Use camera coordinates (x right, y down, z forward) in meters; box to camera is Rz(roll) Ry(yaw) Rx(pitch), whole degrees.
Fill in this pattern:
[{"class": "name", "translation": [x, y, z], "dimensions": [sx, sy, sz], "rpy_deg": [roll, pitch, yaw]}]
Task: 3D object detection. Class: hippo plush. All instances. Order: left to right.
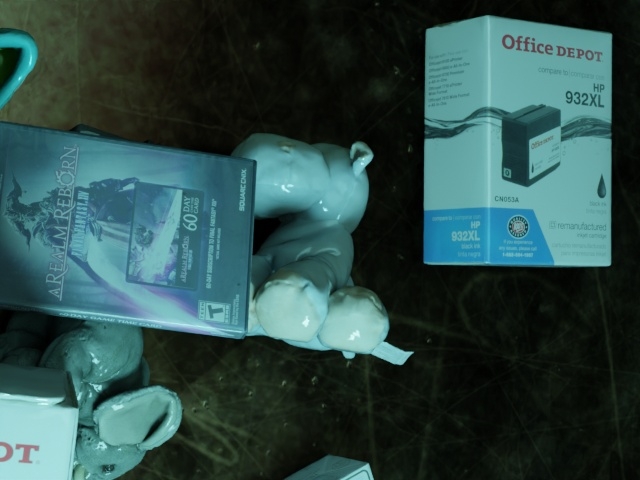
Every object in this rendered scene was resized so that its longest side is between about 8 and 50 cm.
[{"class": "hippo plush", "translation": [0.000, 0.000, 1.518], "dimensions": [0.294, 0.234, 0.236], "rpy_deg": [14, 82, -33]}]

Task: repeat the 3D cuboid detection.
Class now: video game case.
[{"class": "video game case", "translation": [-0.203, -0.011, 1.373], "dimensions": [0.274, 0.026, 0.196], "rpy_deg": [9, 64, -14]}]

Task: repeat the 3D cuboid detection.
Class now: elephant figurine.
[{"class": "elephant figurine", "translation": [-0.226, 0.171, 1.428], "dimensions": [0.239, 0.186, 0.169], "rpy_deg": [60, 26, -30]}]

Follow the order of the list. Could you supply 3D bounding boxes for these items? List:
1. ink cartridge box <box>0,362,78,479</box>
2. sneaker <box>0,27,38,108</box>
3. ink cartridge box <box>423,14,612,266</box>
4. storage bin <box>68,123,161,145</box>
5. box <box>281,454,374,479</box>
[{"class": "ink cartridge box", "translation": [-0.380, 0.301, 1.210], "dimensions": [0.286, 0.166, 0.394], "rpy_deg": [8, 95, -13]}, {"class": "sneaker", "translation": [-0.387, -0.122, 1.331], "dimensions": [0.275, 0.110, 0.107], "rpy_deg": [-48, 113, -24]}, {"class": "ink cartridge box", "translation": [0.255, -0.120, 1.758], "dimensions": [0.223, 0.129, 0.307], "rpy_deg": [2, 88, -34]}, {"class": "storage bin", "translation": [-0.237, -0.056, 1.449], "dimensions": [0.091, 0.098, 0.135], "rpy_deg": [22, 76, -21]}, {"class": "box", "translation": [0.014, 0.419, 1.607], "dimensions": [0.169, 0.087, 0.290], "rpy_deg": [-23, 102, -32]}]
